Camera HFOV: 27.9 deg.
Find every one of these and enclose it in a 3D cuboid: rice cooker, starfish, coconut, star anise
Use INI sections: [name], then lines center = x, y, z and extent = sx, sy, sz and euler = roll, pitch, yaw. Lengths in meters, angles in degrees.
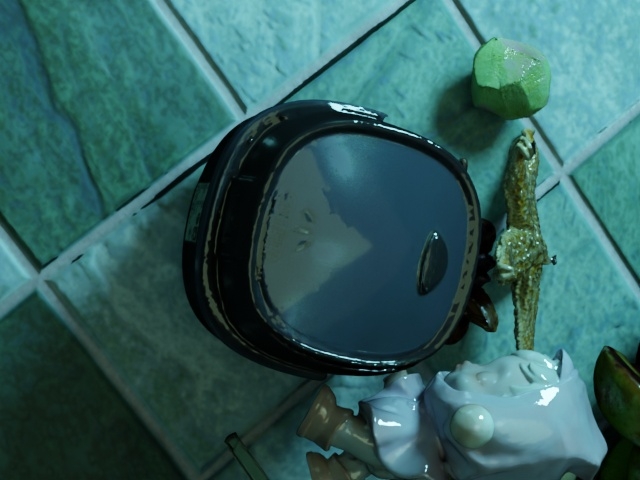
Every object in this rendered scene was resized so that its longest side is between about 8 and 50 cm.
[rice cooker]
center = 0.000, 0.000, 1.167
extent = 0.267, 0.224, 0.267
euler = -1, 94, -20
[starfish]
center = 0.194, 0.010, 1.255
extent = 0.048, 0.231, 0.295
euler = 2, 77, 18
[coconut]
center = 0.194, -0.162, 1.307
extent = 0.082, 0.081, 0.083
euler = 35, 72, 25
[star anise]
center = 0.141, 0.010, 1.296
extent = 0.070, 0.097, 0.191
euler = 3, 86, -41

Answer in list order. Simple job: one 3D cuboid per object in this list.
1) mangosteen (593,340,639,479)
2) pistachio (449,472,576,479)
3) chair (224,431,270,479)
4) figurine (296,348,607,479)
[mangosteen]
center = 0.442, 0.161, 1.309
extent = 0.311, 0.311, 0.311
euler = -1, 92, -19
[pistachio]
center = 0.176, 0.233, 1.288
extent = 0.137, 0.153, 0.238
euler = 33, 78, 20
[chair]
center = -0.048, 0.331, 1.179
extent = 0.203, 0.190, 0.275
euler = -37, 101, 20
[figurine]
center = 0.119, 0.176, 1.169
extent = 0.275, 0.200, 0.133
euler = -9, 92, 4
